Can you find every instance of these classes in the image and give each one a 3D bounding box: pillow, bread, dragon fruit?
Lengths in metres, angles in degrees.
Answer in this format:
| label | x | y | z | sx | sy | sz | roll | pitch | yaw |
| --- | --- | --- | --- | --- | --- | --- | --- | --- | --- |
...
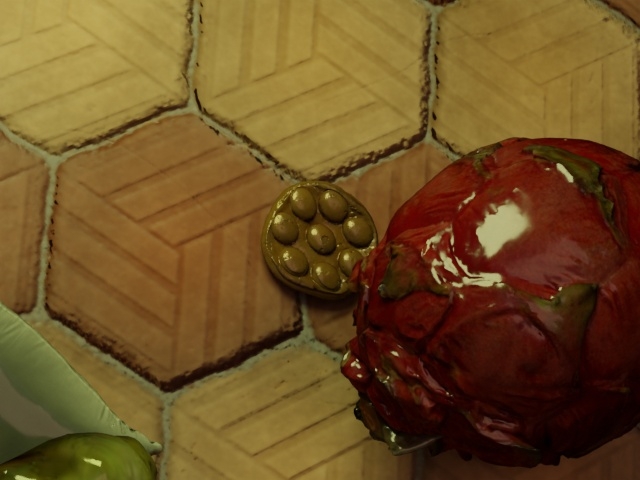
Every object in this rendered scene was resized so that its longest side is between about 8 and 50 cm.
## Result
| label | x | y | z | sx | sy | sz | roll | pitch | yaw |
| --- | --- | --- | --- | --- | --- | --- | --- | --- | --- |
| pillow | -0.265 | 0.129 | 1.331 | 0.254 | 0.078 | 0.144 | 44 | 78 | -4 |
| bread | 0.000 | 0.000 | 1.484 | 0.110 | 0.024 | 0.110 | 4 | 75 | -17 |
| dragon fruit | 0.173 | 0.051 | 1.398 | 0.342 | 0.277 | 0.277 | -36 | 90 | -14 |

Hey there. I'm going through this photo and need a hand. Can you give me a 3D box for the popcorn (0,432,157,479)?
| label | x | y | z | sx | sy | sz | roll | pitch | yaw |
| --- | --- | --- | --- | --- | --- | --- | --- | --- | --- |
| popcorn | -0.197 | 0.305 | 1.203 | 0.312 | 0.312 | 0.312 | 5 | 74 | -18 |
